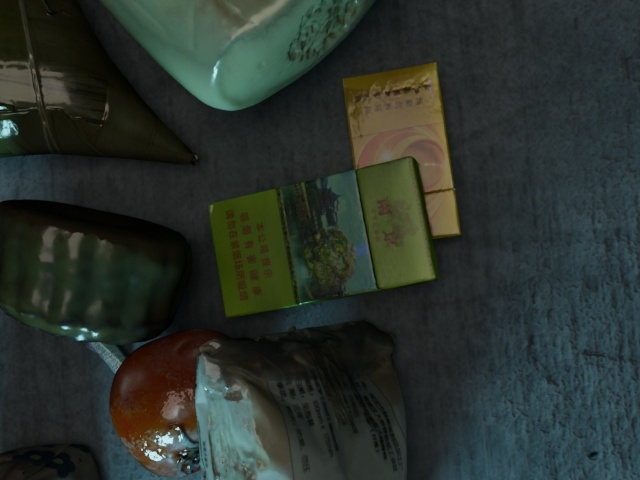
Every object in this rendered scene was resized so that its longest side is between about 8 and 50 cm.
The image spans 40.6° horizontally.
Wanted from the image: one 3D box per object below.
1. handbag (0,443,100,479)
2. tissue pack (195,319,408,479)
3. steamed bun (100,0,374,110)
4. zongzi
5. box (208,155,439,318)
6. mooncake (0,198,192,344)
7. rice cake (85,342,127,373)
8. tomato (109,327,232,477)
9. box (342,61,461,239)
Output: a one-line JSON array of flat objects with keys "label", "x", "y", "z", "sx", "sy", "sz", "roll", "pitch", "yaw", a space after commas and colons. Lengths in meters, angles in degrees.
[{"label": "handbag", "x": -0.438, "y": 0.442, "z": 1.290, "sx": 0.190, "sy": 0.193, "sz": 0.252, "roll": -9, "pitch": 84, "yaw": 11}, {"label": "tissue pack", "x": -0.011, "y": 0.303, "z": 1.174, "sx": 0.195, "sy": 0.390, "sz": 0.376, "roll": -5, "pitch": 85, "yaw": 39}, {"label": "steamed bun", "x": -0.091, "y": -0.433, "z": 1.271, "sx": 0.456, "sy": 0.290, "sz": 0.371, "roll": -44, "pitch": 76, "yaw": 0}, {"label": "zongzi", "x": -0.384, "y": -0.337, "z": 1.372, "sx": 0.418, "sy": 0.181, "sz": 0.447, "roll": 6, "pitch": 83, "yaw": -7}, {"label": "box", "x": 0.000, "y": 0.000, "z": 1.315, "sx": 0.335, "sy": 0.047, "sz": 0.187, "roll": -12, "pitch": 83, "yaw": 16}, {"label": "mooncake", "x": -0.339, "y": 0.042, "z": 1.267, "sx": 0.290, "sy": 0.290, "sz": 0.161, "roll": 16, "pitch": 96, "yaw": 8}, {"label": "rice cake", "x": -0.376, "y": 0.144, "z": 1.387, "sx": 0.042, "sy": 0.030, "sz": 0.180, "roll": -45, "pitch": 81, "yaw": -3}, {"label": "tomato", "x": -0.195, "y": 0.228, "z": 1.265, "sx": 0.232, "sy": 0.232, "sz": 0.189, "roll": -36, "pitch": 63, "yaw": 3}, {"label": "box", "x": 0.125, "y": -0.129, "z": 1.334, "sx": 0.152, "sy": 0.043, "sz": 0.269, "roll": -7, "pitch": 85, "yaw": 12}]
